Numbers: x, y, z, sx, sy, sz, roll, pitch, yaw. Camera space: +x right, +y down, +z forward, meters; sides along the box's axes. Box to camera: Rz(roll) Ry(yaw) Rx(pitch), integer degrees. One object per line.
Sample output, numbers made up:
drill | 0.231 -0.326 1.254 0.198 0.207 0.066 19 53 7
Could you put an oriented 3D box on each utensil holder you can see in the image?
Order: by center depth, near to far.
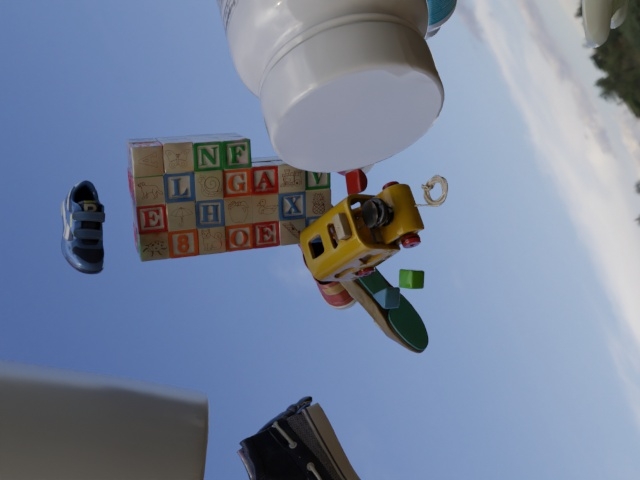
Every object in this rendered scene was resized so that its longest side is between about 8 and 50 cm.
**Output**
utensil holder | -0.357 0.318 0.876 0.386 0.327 0.327 12 -134 -12

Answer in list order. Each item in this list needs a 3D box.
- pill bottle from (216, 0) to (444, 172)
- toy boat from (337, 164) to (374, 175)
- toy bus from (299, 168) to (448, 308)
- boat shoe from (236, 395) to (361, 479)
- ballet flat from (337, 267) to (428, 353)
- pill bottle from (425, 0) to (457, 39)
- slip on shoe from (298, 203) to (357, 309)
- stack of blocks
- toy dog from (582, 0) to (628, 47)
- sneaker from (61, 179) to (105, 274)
pill bottle | -0.006 -0.209 0.576 0.160 0.160 0.283 17 -130 -51
toy boat | 0.081 -0.276 1.768 0.151 0.151 0.231 63 -134 -76
toy bus | 0.059 -0.016 1.003 0.104 0.191 0.202 1 -73 -42
boat shoe | -0.007 0.434 1.132 0.158 0.127 0.340 -22 -119 -23
ballet flat | 0.111 0.116 1.289 0.232 0.073 0.080 52 -128 -14
pill bottle | 0.173 -0.469 1.245 0.264 0.146 0.146 66 -175 -69
slip on shoe | 0.000 0.000 1.563 0.101 0.123 0.331 55 -169 -53
stack of blocks | -0.137 -0.076 1.076 0.087 0.297 0.171 -142 49 -65
toy dog | 0.630 -0.491 1.057 0.285 0.408 0.395 -27 -65 -56
sneaker | -0.322 -0.020 0.956 0.053 0.059 0.144 5 -129 -40
